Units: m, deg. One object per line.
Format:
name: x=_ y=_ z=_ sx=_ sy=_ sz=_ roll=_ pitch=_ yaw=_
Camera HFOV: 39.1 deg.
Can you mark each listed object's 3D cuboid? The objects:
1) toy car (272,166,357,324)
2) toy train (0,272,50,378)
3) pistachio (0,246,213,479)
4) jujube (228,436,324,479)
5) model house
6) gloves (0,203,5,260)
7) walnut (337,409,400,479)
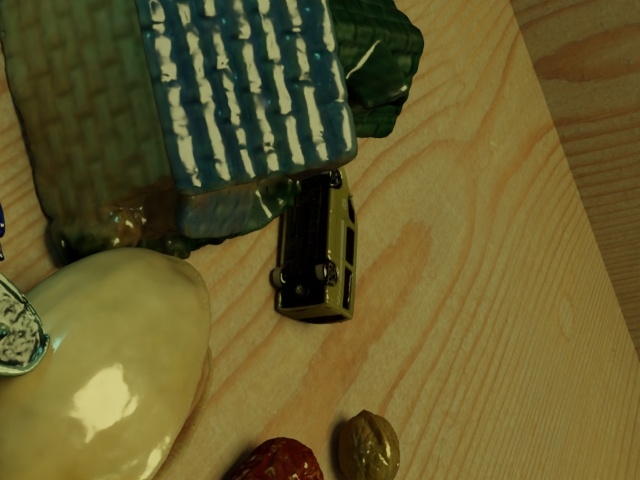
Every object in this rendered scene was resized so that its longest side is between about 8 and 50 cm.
toy car: x=0.000 y=0.000 z=1.405 sx=0.124 sy=0.101 sz=0.256 roll=35 pitch=53 yaw=-52
toy train: x=-0.399 y=-0.020 z=0.730 sx=0.407 sy=0.088 sz=0.086 roll=45 pitch=50 yaw=-18
pistachio: x=-0.225 y=0.150 z=0.882 sx=0.309 sy=0.230 sz=0.230 roll=-50 pitch=121 yaw=-40
jujube: x=-0.070 y=0.339 z=1.182 sx=0.112 sy=0.109 sz=0.176 roll=40 pitch=44 yaw=9
model house: x=-0.075 y=-0.196 z=1.094 sx=0.445 sy=0.400 sz=0.395 roll=-8 pitch=83 yaw=-58
gloves: x=-0.354 y=-0.015 z=0.940 sx=0.064 sy=0.026 sz=0.086 roll=22 pitch=61 yaw=-54
walnut: x=0.076 y=0.327 z=1.408 sx=0.105 sy=0.105 sz=0.124 roll=7 pitch=69 yaw=-56
